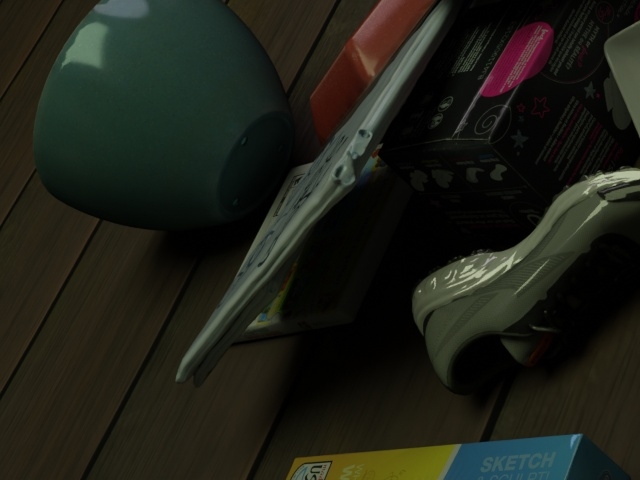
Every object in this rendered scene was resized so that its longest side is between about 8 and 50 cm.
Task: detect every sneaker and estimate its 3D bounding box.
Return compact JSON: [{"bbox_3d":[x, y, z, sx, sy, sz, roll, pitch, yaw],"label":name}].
[{"bbox_3d":[0.195,0.036,1.396,0.271,0.100,0.108,-35,44,29],"label":"sneaker"}]

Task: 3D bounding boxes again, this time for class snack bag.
[{"bbox_3d":[0.009,-0.052,1.584,0.342,0.037,0.323,-51,5,45],"label":"snack bag"}]

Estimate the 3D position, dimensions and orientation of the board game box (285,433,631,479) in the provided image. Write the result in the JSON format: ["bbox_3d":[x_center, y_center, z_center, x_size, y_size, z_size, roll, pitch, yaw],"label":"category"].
[{"bbox_3d":[0.058,0.269,1.300,0.316,0.064,0.242,-13,43,47],"label":"board game box"}]

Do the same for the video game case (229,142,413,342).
[{"bbox_3d":[0.000,0.000,1.773,0.206,0.026,0.227,-13,42,47],"label":"video game case"}]

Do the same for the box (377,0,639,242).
[{"bbox_3d":[0.196,-0.133,1.546,0.163,0.142,0.247,-3,50,56],"label":"box"}]

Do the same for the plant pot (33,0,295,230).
[{"bbox_3d":[-0.143,-0.126,1.919,0.195,0.290,0.290,30,76,25],"label":"plant pot"}]

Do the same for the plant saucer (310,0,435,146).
[{"bbox_3d":[0.082,-0.236,1.813,0.258,0.048,0.259,-53,1,-15],"label":"plant saucer"}]

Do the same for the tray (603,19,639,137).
[{"bbox_3d":[0.368,-0.158,1.400,0.270,0.030,0.145,-29,73,31],"label":"tray"}]
